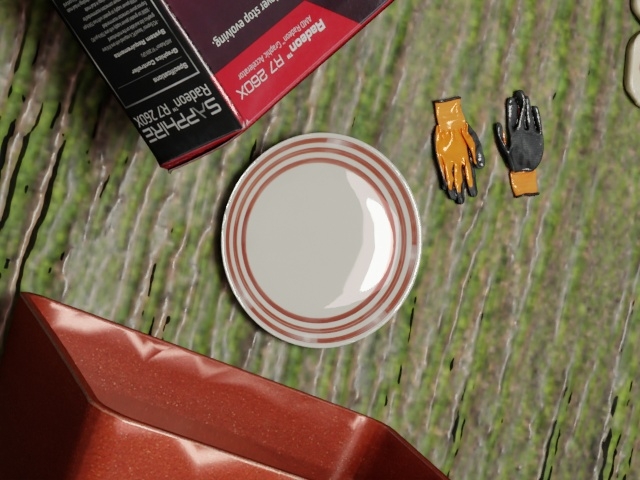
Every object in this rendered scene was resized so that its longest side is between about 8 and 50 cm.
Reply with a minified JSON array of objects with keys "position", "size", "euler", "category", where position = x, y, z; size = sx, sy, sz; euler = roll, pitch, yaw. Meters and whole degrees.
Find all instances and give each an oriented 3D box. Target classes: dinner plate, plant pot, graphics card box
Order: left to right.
[{"position":[-0.103,-0.257,1.133],"size":[0.233,0.094,0.371],"euler":[-44,105,-40],"category":"graphics card box"},{"position":[-0.077,0.208,1.110],"size":[0.267,0.267,0.236],"euler":[22,94,-20],"category":"plant pot"},{"position":[0.000,0.000,1.256],"size":[0.141,0.017,0.141],"euler":[0,89,-22],"category":"dinner plate"}]

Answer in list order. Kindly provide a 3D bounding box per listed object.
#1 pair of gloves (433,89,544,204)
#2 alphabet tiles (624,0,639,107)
[{"position":[0.115,-0.064,1.304],"size":[0.083,0.010,0.074],"euler":[-6,93,-22],"category":"pair of gloves"},{"position":[0.351,-0.167,1.392],"size":[0.278,0.021,0.284],"euler":[6,89,-21],"category":"alphabet tiles"}]
